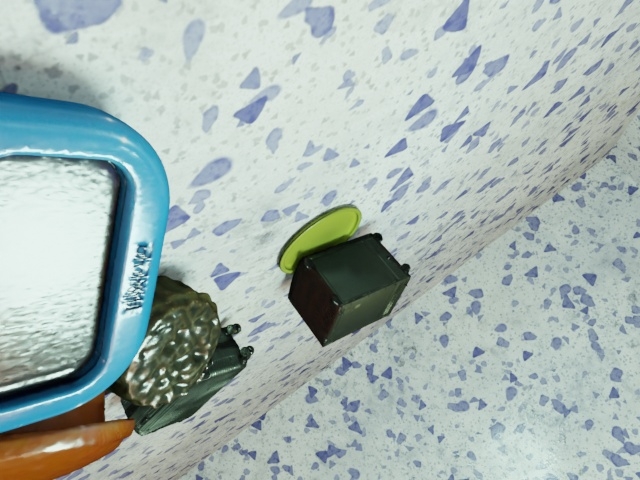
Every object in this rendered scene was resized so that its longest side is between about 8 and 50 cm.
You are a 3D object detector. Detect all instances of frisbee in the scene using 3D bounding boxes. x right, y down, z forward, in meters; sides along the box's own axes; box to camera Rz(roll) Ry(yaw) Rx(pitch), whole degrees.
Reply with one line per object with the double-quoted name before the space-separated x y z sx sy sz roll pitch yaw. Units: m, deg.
"frisbee" 0.000 0.000 1.183 0.235 0.017 0.236 -31 158 -14

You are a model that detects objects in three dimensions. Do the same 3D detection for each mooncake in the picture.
"mooncake" -0.279 0.177 0.871 0.228 0.124 0.228 -28 128 -43

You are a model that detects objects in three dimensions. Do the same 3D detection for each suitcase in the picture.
"suitcase" -0.325 0.331 1.218 0.312 0.128 0.202 -45 158 22

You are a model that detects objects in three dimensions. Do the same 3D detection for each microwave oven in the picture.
"microwave oven" 0.065 0.109 1.244 0.247 0.188 0.178 -17 148 -33

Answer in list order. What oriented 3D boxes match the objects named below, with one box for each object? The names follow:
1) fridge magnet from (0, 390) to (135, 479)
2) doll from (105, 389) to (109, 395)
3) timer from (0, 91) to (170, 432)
"fridge magnet" -0.456 0.276 0.714 0.363 0.155 0.364 -6 164 -2
"doll" -0.410 0.246 0.965 0.145 0.096 0.188 -28 168 -8
"timer" -0.310 0.030 0.479 0.308 0.115 0.340 -4 117 -47
